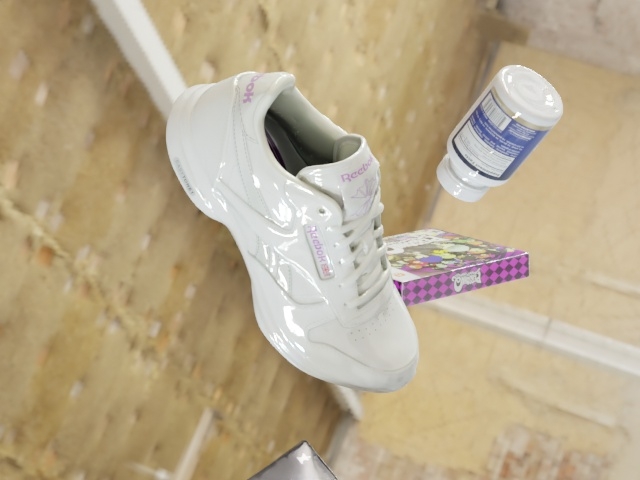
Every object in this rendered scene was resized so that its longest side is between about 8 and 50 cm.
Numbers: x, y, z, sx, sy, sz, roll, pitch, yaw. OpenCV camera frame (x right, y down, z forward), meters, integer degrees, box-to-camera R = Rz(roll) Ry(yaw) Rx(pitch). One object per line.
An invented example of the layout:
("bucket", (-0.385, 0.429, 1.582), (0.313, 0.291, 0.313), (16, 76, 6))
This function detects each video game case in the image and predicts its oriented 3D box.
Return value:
("video game case", (0.135, 0.034, 1.810), (0.232, 0.210, 0.041), (-11, -73, -34))

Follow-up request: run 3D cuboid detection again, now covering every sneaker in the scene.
("sneaker", (0.000, 0.000, 1.037), (0.305, 0.152, 0.114), (55, -130, -17))

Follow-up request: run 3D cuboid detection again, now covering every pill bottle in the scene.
("pill bottle", (0.215, -0.126, 1.606), (0.169, 0.094, 0.094), (-53, -1, 40))

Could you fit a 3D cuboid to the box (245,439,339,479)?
("box", (-0.004, 0.277, 1.072), (0.093, 0.156, 0.158), (-30, -30, -25))
